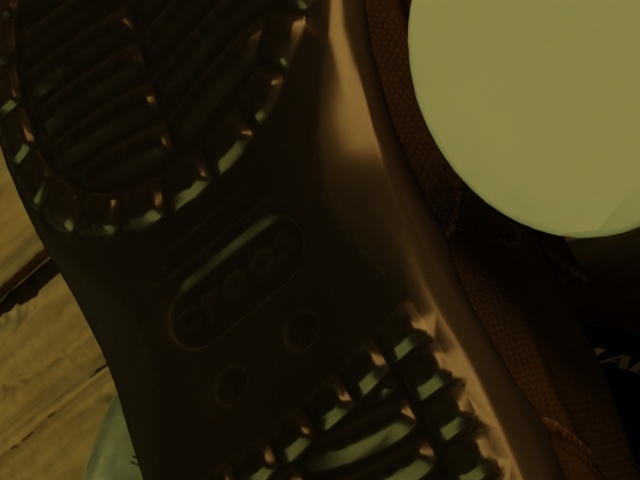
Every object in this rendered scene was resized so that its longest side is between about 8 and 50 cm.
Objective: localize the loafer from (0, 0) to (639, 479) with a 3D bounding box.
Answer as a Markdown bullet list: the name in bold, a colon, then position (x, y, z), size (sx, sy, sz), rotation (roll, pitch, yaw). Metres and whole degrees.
- **loafer**: position (0.000, 0.000, 0.544), size (0.134, 0.130, 0.366), rotation (-32, 55, 23)

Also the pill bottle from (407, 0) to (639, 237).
- **pill bottle**: position (0.119, -0.072, 0.503), size (0.117, 0.208, 0.118), rotation (16, 117, 35)

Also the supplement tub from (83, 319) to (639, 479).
- **supplement tub**: position (0.087, 0.125, 0.623), size (0.316, 0.193, 0.194), rotation (13, 116, 36)

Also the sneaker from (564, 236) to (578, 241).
- **sneaker**: position (0.016, -0.043, 0.657), size (0.214, 0.084, 0.083), rotation (-7, 117, 13)
